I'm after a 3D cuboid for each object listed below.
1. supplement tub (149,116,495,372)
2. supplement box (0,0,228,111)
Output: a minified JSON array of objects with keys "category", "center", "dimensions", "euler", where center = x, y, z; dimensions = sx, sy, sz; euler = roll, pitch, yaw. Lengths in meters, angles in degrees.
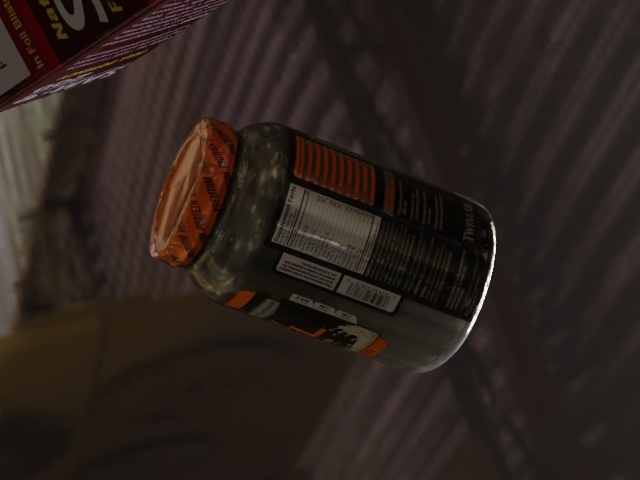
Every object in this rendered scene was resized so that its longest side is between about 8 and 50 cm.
[{"category":"supplement tub","center":[0.000,0.000,1.132],"dimensions":[0.117,0.190,0.117],"euler":[-58,-160,35]},{"category":"supplement box","center":[-0.049,-0.150,0.621],"dimensions":[0.239,0.073,0.130],"euler":[-27,-90,41]}]
